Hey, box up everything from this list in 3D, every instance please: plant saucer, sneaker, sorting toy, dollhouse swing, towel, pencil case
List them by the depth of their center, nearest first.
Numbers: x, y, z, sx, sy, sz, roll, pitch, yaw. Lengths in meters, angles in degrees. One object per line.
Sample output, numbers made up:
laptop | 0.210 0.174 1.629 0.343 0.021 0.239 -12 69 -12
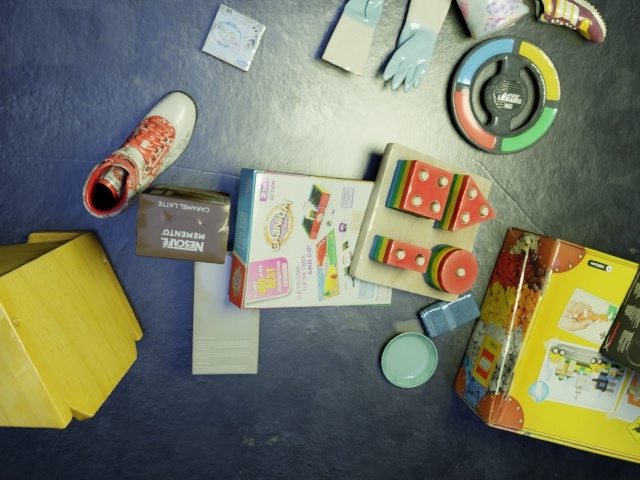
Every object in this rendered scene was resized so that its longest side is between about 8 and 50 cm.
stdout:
dollhouse swing | -0.529 0.145 0.964 0.305 0.347 0.314 -21 102 4
sneaker | -0.310 -0.148 1.045 0.090 0.145 0.270 39 91 -12
pencil case | 0.278 -0.509 1.094 0.114 0.124 0.273 -24 102 23
sorting toy | 0.213 -0.023 1.123 0.256 0.089 0.256 15 91 -30
sneaker | 0.469 -0.440 1.162 0.084 0.069 0.185 -43 96 9
towel | 0.266 0.151 1.239 0.120 0.029 0.067 -23 102 -4
plant saucer | 0.183 0.246 1.245 0.120 0.021 0.119 -1 99 -8

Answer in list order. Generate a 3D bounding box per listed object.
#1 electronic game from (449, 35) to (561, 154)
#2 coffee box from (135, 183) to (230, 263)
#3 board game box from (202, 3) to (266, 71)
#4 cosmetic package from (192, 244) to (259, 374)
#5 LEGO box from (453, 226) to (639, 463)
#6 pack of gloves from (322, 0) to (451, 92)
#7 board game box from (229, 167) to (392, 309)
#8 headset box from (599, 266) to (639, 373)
electronic game | 0.364 -0.283 1.175 0.230 0.048 0.229 -1 99 -9
coffee box | -0.228 -0.035 1.023 0.141 0.246 0.098 6 98 -9
board game box | -0.158 -0.369 1.097 0.090 0.020 0.090 24 94 -12
cosmetic package | -0.178 0.127 1.133 0.127 0.107 0.237 3 95 -10
LEGO box | 0.585 0.225 1.214 0.501 0.193 0.372 17 96 -10
pack of gloves | 0.126 -0.403 1.132 0.195 0.046 0.231 21 85 -12
board game box | 0.000 0.000 1.100 0.317 0.064 0.242 3 98 -30
headset box | 0.621 0.148 0.960 0.110 0.293 0.217 23 93 -11
